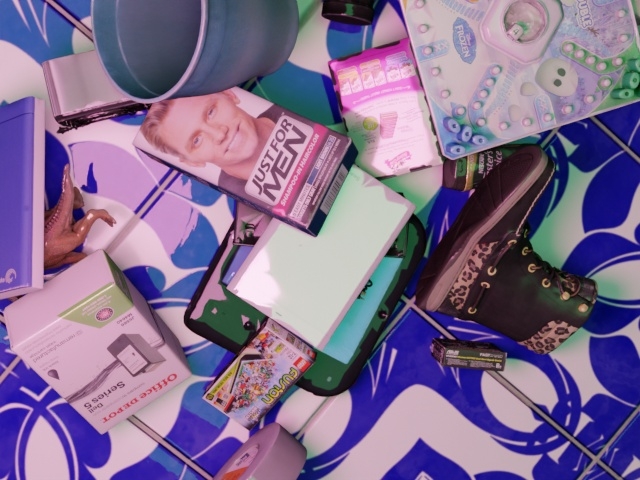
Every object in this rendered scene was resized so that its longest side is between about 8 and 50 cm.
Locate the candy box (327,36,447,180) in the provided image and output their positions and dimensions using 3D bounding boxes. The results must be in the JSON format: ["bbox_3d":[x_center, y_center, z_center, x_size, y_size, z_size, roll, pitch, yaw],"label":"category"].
[{"bbox_3d":[0.123,-0.233,1.698,0.159,0.071,0.233,-13,97,16],"label":"candy box"}]

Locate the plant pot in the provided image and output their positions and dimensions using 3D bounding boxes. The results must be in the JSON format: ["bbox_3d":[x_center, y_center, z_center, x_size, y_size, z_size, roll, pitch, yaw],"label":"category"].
[{"bbox_3d":[-0.180,-0.354,1.496,0.255,0.272,0.271,-8,99,-48],"label":"plant pot"}]

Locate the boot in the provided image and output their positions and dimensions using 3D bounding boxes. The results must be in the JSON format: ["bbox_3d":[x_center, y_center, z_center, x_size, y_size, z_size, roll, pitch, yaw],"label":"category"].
[{"bbox_3d":[0.379,0.033,1.705,0.284,0.138,0.377,27,116,-12],"label":"boot"}]

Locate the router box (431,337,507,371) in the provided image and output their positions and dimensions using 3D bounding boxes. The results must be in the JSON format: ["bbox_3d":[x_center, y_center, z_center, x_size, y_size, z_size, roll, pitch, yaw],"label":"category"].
[{"bbox_3d":[0.279,0.215,1.773,0.123,0.092,0.038,5,95,-7],"label":"router box"}]

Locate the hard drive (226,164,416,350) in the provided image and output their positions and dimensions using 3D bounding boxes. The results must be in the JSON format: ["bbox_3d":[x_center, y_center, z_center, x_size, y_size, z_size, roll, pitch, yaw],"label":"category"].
[{"bbox_3d":[0.002,0.012,1.666,0.203,0.040,0.307,33,88,-1],"label":"hard drive"}]

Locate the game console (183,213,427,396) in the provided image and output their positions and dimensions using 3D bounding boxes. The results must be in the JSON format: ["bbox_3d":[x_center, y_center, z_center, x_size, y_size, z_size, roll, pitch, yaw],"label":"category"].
[{"bbox_3d":[-0.022,0.064,1.740,0.342,0.060,0.386,28,91,-9],"label":"game console"}]

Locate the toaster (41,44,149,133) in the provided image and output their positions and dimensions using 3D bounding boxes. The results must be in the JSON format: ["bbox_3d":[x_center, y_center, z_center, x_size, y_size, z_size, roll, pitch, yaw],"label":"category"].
[{"bbox_3d":[-0.387,-0.259,1.611,0.186,0.168,0.110,-15,94,-6],"label":"toaster"}]

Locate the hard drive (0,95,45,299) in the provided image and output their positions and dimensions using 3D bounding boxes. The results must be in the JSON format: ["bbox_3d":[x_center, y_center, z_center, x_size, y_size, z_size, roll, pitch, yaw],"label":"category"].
[{"bbox_3d":[-0.540,-0.061,1.564,0.210,0.040,0.318,-13,73,33],"label":"hard drive"}]

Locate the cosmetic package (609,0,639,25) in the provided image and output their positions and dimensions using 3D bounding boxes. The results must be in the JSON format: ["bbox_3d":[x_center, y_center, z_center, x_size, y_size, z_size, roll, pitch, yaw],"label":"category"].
[{"bbox_3d":[0.467,-0.507,1.698,0.296,0.153,0.129,24,94,-10],"label":"cosmetic package"}]

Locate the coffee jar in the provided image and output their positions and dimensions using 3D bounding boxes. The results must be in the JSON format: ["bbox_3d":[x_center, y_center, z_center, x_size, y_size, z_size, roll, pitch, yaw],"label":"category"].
[{"bbox_3d":[0.319,-0.137,1.751,0.185,0.079,0.096,1,95,-7],"label":"coffee jar"}]

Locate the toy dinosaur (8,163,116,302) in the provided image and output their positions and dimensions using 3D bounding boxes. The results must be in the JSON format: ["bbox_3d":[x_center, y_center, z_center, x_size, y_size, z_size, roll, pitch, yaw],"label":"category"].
[{"bbox_3d":[-0.475,0.011,1.600,0.200,0.295,0.127,-27,70,-41],"label":"toy dinosaur"}]

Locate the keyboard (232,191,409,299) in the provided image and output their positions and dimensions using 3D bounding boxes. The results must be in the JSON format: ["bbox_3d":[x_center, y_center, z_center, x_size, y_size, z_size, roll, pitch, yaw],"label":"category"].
[{"bbox_3d":[0.000,0.000,1.701,0.317,0.033,0.201,5,88,-1],"label":"keyboard"}]

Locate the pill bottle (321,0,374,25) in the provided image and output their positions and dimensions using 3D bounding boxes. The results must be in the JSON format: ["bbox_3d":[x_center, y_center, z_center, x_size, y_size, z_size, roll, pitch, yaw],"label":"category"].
[{"bbox_3d":[0.065,-0.500,1.663,0.123,0.123,0.219,8,94,-8],"label":"pill bottle"}]

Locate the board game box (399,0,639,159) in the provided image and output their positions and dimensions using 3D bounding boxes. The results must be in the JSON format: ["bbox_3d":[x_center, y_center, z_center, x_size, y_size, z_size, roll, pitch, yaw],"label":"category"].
[{"bbox_3d":[0.350,-0.376,1.606,0.390,0.050,0.389,-18,100,-2],"label":"board game box"}]

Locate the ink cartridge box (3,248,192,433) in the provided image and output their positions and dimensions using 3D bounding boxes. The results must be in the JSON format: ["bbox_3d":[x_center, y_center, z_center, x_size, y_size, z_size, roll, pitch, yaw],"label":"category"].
[{"bbox_3d":[-0.377,0.178,1.615,0.198,0.114,0.273,-33,131,-2],"label":"ink cartridge box"}]

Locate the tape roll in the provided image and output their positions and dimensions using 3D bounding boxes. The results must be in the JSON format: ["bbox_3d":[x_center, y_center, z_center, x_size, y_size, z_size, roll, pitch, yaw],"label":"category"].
[{"bbox_3d":[-0.124,0.431,1.682,0.219,0.219,0.072,-45,97,-1],"label":"tape roll"}]

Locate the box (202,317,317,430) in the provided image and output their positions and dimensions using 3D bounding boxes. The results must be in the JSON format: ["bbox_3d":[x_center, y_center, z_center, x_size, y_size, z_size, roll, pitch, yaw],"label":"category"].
[{"bbox_3d":[-0.112,0.247,1.716,0.114,0.036,0.207,37,115,-9],"label":"box"}]

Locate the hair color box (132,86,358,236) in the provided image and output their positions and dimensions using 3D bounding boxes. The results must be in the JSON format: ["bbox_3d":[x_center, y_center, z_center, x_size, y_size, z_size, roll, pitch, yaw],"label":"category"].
[{"bbox_3d":[-0.129,-0.159,1.620,0.347,0.105,0.173,25,87,12],"label":"hair color box"}]
